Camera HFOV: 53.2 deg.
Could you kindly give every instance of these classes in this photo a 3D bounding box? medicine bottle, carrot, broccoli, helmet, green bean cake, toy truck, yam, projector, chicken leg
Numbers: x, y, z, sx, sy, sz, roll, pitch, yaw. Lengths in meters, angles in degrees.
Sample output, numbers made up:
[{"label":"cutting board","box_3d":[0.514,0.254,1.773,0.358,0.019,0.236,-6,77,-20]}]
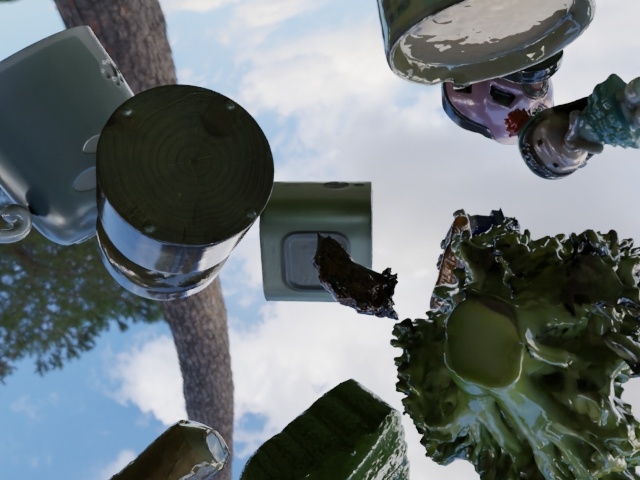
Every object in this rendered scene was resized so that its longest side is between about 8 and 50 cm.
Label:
[{"label":"medicine bottle","box_3d":[0.160,-0.415,0.749,0.236,0.236,0.406,-10,-100,6]},{"label":"carrot","box_3d":[0.247,0.052,1.186,0.059,0.248,0.059,3,-144,-2]},{"label":"broccoli","box_3d":[0.245,0.136,0.727,0.324,0.334,0.272,23,180,8]},{"label":"helmet","box_3d":[0.372,-0.310,1.291,0.253,0.154,0.198,9,-104,0]},{"label":"green bean cake","box_3d":[0.009,0.342,0.892,0.248,0.222,0.125,-33,-140,-29]},{"label":"toy truck","box_3d":[0.345,0.041,1.385,0.177,0.213,0.161,7,-141,-8]},{"label":"yam","box_3d":[-0.255,0.301,0.648,0.357,0.081,0.081,-35,-141,-4]},{"label":"projector","box_3d":[0.000,0.000,1.498,0.249,0.248,0.248,0,-157,5]},{"label":"chicken leg","box_3d":[0.062,0.072,1.187,0.234,0.063,0.105,29,-96,33]}]

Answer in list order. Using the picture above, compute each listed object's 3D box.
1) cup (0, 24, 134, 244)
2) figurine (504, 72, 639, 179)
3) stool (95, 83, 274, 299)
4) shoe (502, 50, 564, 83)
[{"label":"cup","box_3d":[-0.423,-0.127,0.992,0.259,0.274,0.356,-18,-157,43]},{"label":"figurine","box_3d":[0.408,-0.182,0.989,0.110,0.138,0.245,-24,179,-32]},{"label":"stool","box_3d":[-0.171,-0.042,0.752,0.179,0.179,0.264,-34,177,-25]},{"label":"shoe","box_3d":[0.233,-0.305,0.914,0.241,0.093,0.108,31,-122,34]}]
